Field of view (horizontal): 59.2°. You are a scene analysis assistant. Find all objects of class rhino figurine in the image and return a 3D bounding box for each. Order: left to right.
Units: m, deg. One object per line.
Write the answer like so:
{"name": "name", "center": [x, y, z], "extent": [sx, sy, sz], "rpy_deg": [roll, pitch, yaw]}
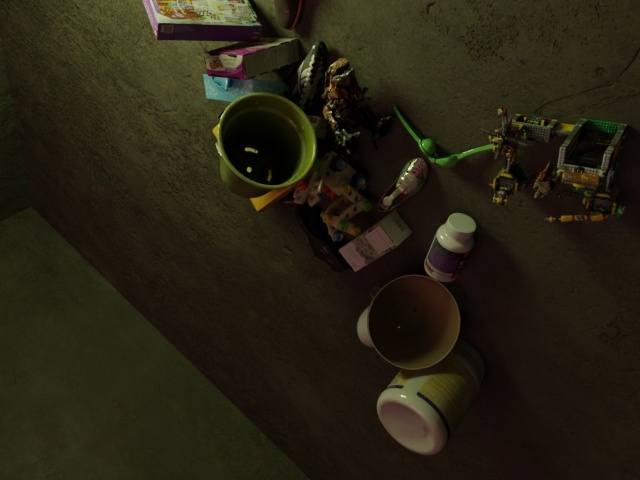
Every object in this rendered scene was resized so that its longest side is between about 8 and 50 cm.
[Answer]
{"name": "rhino figurine", "center": [-0.138, -0.222, 1.935], "extent": [0.106, 0.073, 0.244], "rpy_deg": [-23, 95, 47]}

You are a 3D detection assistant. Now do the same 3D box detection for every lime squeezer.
{"name": "lime squeezer", "center": [0.310, -0.254, 1.480], "extent": [0.310, 0.058, 0.110], "rpy_deg": [28, 137, 28]}

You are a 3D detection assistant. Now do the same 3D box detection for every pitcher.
{"name": "pitcher", "center": [0.226, 0.281, 1.952], "extent": [0.177, 0.125, 0.207], "rpy_deg": [24, 125, 9]}

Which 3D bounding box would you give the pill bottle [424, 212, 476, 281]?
{"name": "pill bottle", "center": [0.370, 0.019, 1.594], "extent": [0.108, 0.108, 0.194], "rpy_deg": [34, 139, 20]}

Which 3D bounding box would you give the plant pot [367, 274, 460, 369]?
{"name": "plant pot", "center": [0.276, 0.246, 1.779], "extent": [0.284, 0.284, 0.191], "rpy_deg": [52, 177, -1]}

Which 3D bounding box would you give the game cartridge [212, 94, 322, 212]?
{"name": "game cartridge", "center": [-0.173, -0.297, 1.798], "extent": [0.285, 0.052, 0.324], "rpy_deg": [-34, 83, 27]}

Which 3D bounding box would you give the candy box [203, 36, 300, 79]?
{"name": "candy box", "center": [-0.193, -0.527, 1.615], "extent": [0.159, 0.233, 0.071], "rpy_deg": [17, 126, 34]}

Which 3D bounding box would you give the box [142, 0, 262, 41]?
{"name": "box", "center": [-0.332, -0.639, 1.572], "extent": [0.201, 0.293, 0.057], "rpy_deg": [66, 150, 29]}

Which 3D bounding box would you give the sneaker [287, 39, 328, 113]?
{"name": "sneaker", "center": [-0.049, -0.484, 1.634], "extent": [0.106, 0.078, 0.234], "rpy_deg": [37, 142, 14]}

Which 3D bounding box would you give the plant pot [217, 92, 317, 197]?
{"name": "plant pot", "center": [-0.180, -0.243, 1.621], "extent": [0.276, 0.276, 0.254], "rpy_deg": [53, 156, -2]}

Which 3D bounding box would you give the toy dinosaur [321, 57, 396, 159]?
{"name": "toy dinosaur", "center": [0.081, -0.356, 1.586], "extent": [0.218, 0.164, 0.322], "rpy_deg": [51, 180, 24]}

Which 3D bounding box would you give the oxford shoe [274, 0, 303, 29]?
{"name": "oxford shoe", "center": [-0.112, -0.697, 1.509], "extent": [0.096, 0.098, 0.272], "rpy_deg": [24, 134, 30]}

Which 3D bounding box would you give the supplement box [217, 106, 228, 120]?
{"name": "supplement box", "center": [-0.287, -0.415, 1.919], "extent": [0.083, 0.083, 0.056], "rpy_deg": [54, 142, -3]}

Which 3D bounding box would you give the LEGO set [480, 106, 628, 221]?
{"name": "LEGO set", "center": [0.509, -0.147, 1.244], "extent": [0.331, 0.192, 0.255], "rpy_deg": [24, 134, 25]}

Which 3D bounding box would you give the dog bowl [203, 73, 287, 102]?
{"name": "dog bowl", "center": [-0.232, -0.447, 1.688], "extent": [0.297, 0.165, 0.074], "rpy_deg": [19, 107, 40]}

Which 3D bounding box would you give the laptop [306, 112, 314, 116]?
{"name": "laptop", "center": [-0.160, -0.316, 1.829], "extent": [0.234, 0.264, 0.136], "rpy_deg": [33, 175, 22]}

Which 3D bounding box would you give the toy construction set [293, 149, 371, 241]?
{"name": "toy construction set", "center": [0.033, -0.138, 1.688], "extent": [0.151, 0.215, 0.327], "rpy_deg": [39, -178, 36]}

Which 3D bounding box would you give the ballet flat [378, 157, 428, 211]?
{"name": "ballet flat", "center": [0.233, -0.148, 1.621], "extent": [0.077, 0.079, 0.221], "rpy_deg": [46, 141, 7]}

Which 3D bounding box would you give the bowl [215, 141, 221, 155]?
{"name": "bowl", "center": [-0.286, -0.299, 1.993], "extent": [0.080, 0.170, 0.170], "rpy_deg": [-34, 95, 8]}

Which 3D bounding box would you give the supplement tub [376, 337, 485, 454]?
{"name": "supplement tub", "center": [0.359, 0.480, 1.792], "extent": [0.240, 0.331, 0.241], "rpy_deg": [26, 135, 29]}

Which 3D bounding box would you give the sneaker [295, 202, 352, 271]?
{"name": "sneaker", "center": [0.000, 0.000, 1.956], "extent": [0.286, 0.109, 0.130], "rpy_deg": [53, 148, 0]}

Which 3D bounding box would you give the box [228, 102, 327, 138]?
{"name": "box", "center": [-0.134, -0.365, 1.710], "extent": [0.323, 0.067, 0.063], "rpy_deg": [15, 102, 24]}

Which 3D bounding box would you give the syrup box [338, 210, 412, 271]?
{"name": "syrup box", "center": [0.170, 0.004, 1.790], "extent": [0.093, 0.096, 0.237], "rpy_deg": [52, 142, -1]}
